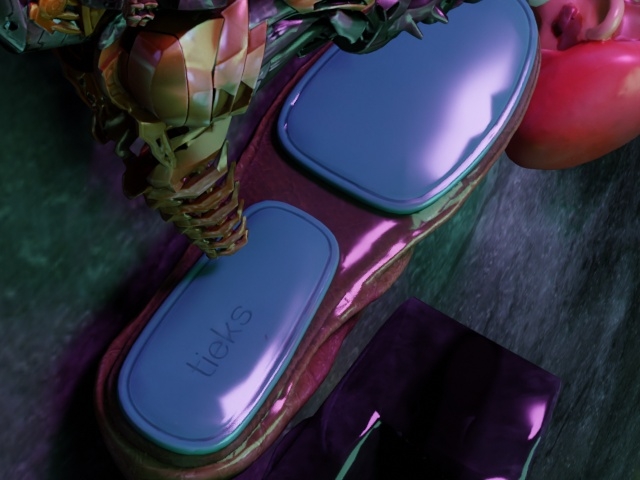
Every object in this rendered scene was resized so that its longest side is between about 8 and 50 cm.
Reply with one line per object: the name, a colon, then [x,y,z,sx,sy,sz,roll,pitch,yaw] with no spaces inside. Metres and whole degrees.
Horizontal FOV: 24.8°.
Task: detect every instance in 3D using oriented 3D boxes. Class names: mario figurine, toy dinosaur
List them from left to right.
toy dinosaur: [-0.044,-0.117,0.562,0.218,0.164,0.322,-36,171,-29]
mario figurine: [0.165,-0.202,0.979,0.198,0.170,0.321,24,75,-31]

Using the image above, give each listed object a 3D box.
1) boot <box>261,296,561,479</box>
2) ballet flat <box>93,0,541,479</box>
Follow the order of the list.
boot: [-0.003,0.283,0.809,0.445,0.146,0.367,105,4,-61]
ballet flat: [0.000,0.000,0.770,0.342,0.116,0.124,-56,174,-27]
